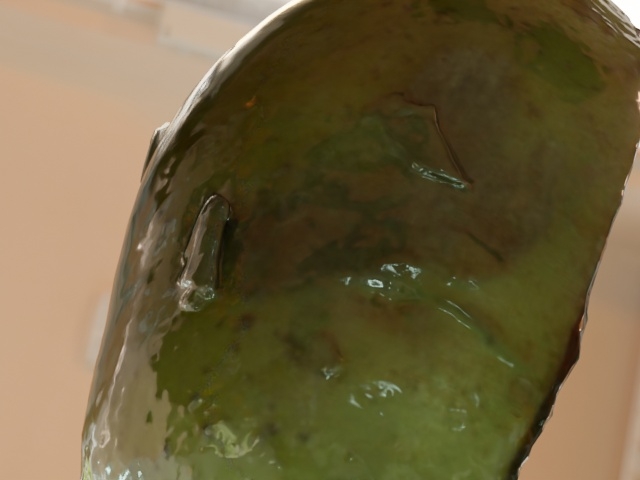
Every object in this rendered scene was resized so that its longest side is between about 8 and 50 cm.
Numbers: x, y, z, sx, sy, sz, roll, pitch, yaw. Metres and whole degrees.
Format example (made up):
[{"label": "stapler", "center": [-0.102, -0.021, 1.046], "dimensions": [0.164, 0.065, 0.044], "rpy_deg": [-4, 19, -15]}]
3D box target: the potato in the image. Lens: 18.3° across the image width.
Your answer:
[{"label": "potato", "center": [0.000, 0.000, 0.597], "dimensions": [0.111, 0.272, 0.160], "rpy_deg": [36, 145, -14]}]
